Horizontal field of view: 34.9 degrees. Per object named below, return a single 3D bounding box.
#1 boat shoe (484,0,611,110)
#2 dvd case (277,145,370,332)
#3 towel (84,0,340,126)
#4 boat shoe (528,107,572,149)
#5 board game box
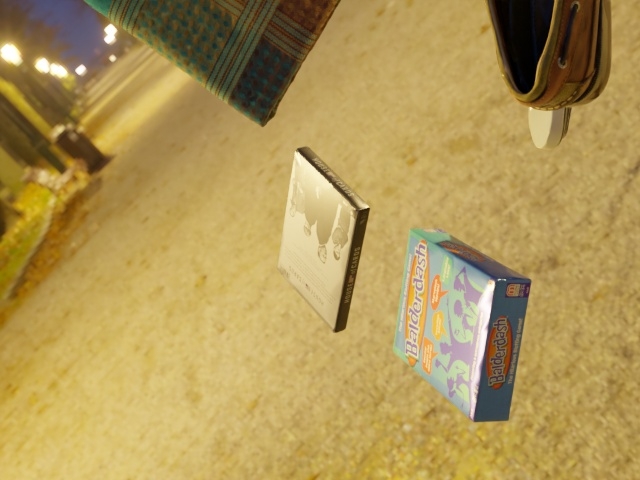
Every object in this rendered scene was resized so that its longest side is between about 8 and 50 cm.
[{"bbox_3d":[0.197,-0.270,0.906,0.111,0.307,0.104,-9,1,42],"label":"boat shoe"},{"bbox_3d":[0.000,0.000,1.586,0.030,0.238,0.179,-15,43,-30],"label":"dvd case"},{"bbox_3d":[-0.147,-0.343,1.187,0.271,0.370,0.040,-57,-8,24],"label":"towel"},{"bbox_3d":[0.306,-0.212,1.259,0.078,0.070,0.219,128,152,-70],"label":"boat shoe"},{"bbox_3d":[0.152,0.088,1.148,0.210,0.047,0.160,-143,57,-65],"label":"board game box"}]
